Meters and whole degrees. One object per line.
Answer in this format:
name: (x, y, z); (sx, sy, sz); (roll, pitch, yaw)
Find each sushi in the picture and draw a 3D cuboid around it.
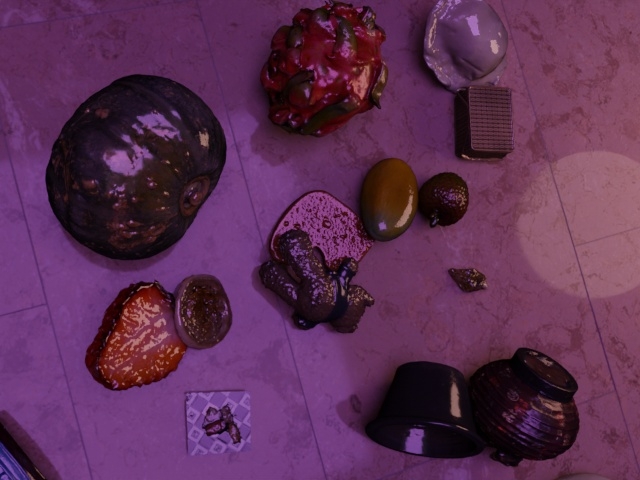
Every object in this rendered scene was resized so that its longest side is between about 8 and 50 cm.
sushi: (-0.200, 0.354, 1.419); (0.126, 0.026, 0.120); (-1, 86, -12)

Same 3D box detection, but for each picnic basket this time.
picnic basket: (0.368, -0.264, 1.633); (0.115, 0.079, 0.164); (1, 83, -16)

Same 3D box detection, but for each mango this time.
mango: (0.144, -0.084, 1.528); (0.130, 0.092, 0.195); (34, 56, -17)

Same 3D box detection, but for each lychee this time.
lychee: (0.267, -0.087, 1.567); (0.114, 0.114, 0.146); (41, 55, -7)

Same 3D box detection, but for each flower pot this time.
flower pot: (0.215, 0.336, 1.460); (0.235, 0.235, 0.148); (20, 58, -13)

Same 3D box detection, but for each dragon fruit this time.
dragon fruit: (0.005, -0.343, 1.465); (0.237, 0.231, 0.303); (38, 85, -20)

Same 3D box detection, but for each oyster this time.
oyster: (0.330, 0.087, 1.603); (0.093, 0.034, 0.051); (3, 75, -11)

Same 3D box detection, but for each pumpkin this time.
pumpkin: (-0.333, -0.131, 1.307); (0.257, 0.291, 0.328); (29, 60, 13)

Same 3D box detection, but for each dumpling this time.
dumpling: (0.314, -0.438, 1.610); (0.193, 0.147, 0.258); (-30, 122, -4)

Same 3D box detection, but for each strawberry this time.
strawberry: (-0.356, 0.182, 1.327); (0.236, 0.111, 0.190); (-43, 121, -53)

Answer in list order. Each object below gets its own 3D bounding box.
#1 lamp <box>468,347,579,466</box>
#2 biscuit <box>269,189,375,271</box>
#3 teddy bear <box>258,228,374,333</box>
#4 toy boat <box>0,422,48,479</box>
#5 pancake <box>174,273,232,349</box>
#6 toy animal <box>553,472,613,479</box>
lamp: (0.412, 0.350, 1.497); (0.247, 0.247, 0.247); (2, 82, -16)
biscuit: (0.000, 0.000, 1.516); (0.192, 0.036, 0.186); (38, 77, -9)
teddy bear: (-0.006, 0.105, 1.447); (0.251, 0.129, 0.182); (32, 116, -23)
toy boat: (-0.552, 0.411, 1.269); (0.097, 0.100, 0.223); (-39, 92, -26)
pancake: (-0.228, 0.136, 1.404); (0.151, 0.025, 0.152); (12, 74, -46)
toy animal: (0.613, 0.580, 1.456); (0.241, 0.367, 0.196); (-19, 85, -6)
